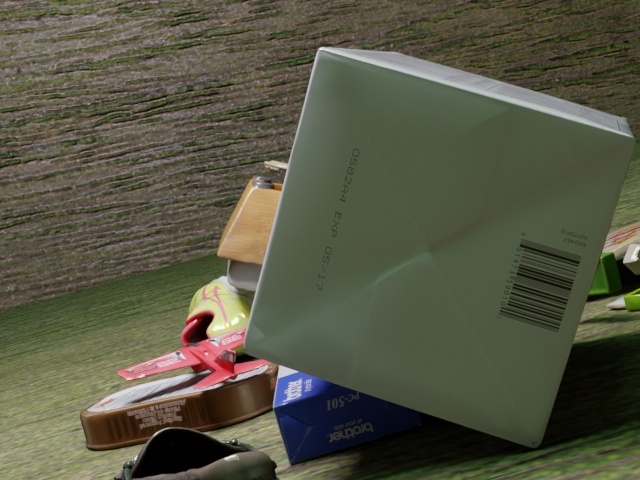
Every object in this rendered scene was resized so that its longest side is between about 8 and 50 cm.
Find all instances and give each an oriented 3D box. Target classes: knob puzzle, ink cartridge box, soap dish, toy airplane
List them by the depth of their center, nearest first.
[{"bbox_3d":[0.018,0.111,0.905,0.097,0.046,0.207,-16,6,2],"label":"ink cartridge box"},{"bbox_3d":[-0.095,0.104,1.022,0.151,0.028,0.151,-15,6,2],"label":"toy airplane"},{"bbox_3d":[0.269,0.027,1.156,0.213,0.030,0.213,-27,-1,-1],"label":"knob puzzle"},{"bbox_3d":[0.000,0.000,1.354,0.228,0.118,0.291,10,5,-5],"label":"soap dish"}]

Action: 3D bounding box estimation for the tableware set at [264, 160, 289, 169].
[{"bbox_3d":[0.022,-0.062,1.297,0.168,0.020,0.141,10,6,-25],"label":"tableware set"}]

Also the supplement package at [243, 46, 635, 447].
[{"bbox_3d":[0.094,-0.014,0.819,0.198,0.199,0.262,17,12,10],"label":"supplement package"}]

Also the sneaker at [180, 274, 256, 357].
[{"bbox_3d":[-0.122,0.093,1.327,0.094,0.082,0.208,-22,7,-22],"label":"sneaker"}]

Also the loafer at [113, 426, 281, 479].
[{"bbox_3d":[-0.061,0.136,0.650,0.096,0.084,0.267,-17,6,-20],"label":"loafer"}]

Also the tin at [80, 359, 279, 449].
[{"bbox_3d":[-0.123,0.143,1.035,0.189,0.040,0.106,-14,1,16],"label":"tin"}]

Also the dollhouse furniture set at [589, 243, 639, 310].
[{"bbox_3d":[0.277,0.016,1.027,0.151,0.076,0.058,-20,8,-35],"label":"dollhouse furniture set"}]
